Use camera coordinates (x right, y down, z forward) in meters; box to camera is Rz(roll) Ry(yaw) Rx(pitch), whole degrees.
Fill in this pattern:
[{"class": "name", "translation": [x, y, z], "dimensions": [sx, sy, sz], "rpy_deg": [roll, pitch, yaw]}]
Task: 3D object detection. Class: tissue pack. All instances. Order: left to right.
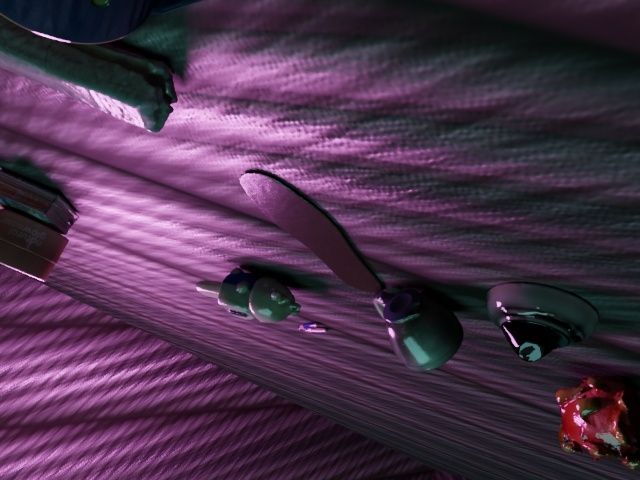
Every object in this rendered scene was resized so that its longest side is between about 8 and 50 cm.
[{"class": "tissue pack", "translation": [-0.617, -0.079, 1.073], "dimensions": [0.155, 0.065, 0.115], "rpy_deg": [21, 157, 4]}]

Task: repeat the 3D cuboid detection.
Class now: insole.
[{"class": "insole", "translation": [0.000, 0.000, 0.752], "dimensions": [0.111, 0.007, 0.328], "rpy_deg": [2, 149, 42]}]

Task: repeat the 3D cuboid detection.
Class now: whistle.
[{"class": "whistle", "translation": [-0.145, 0.109, 1.008], "dimensions": [0.245, 0.092, 0.110], "rpy_deg": [8, 154, 28]}]

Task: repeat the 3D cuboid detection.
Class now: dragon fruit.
[{"class": "dragon fruit", "translation": [0.444, 0.289, 0.798], "dimensions": [0.150, 0.133, 0.207], "rpy_deg": [17, 152, 5]}]

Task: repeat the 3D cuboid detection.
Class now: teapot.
[{"class": "teapot", "translation": [0.147, 0.120, 0.787], "dimensions": [0.111, 0.149, 0.108], "rpy_deg": [-33, 112, 12]}]

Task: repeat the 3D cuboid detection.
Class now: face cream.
[{"class": "face cream", "translation": [-0.636, 0.011, 1.074], "dimensions": [0.149, 0.104, 0.149], "rpy_deg": [21, 164, 6]}]

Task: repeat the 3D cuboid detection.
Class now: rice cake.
[{"class": "rice cake", "translation": [-0.317, -0.207, 0.534], "dimensions": [0.336, 0.063, 0.066], "rpy_deg": [22, 161, 2]}]

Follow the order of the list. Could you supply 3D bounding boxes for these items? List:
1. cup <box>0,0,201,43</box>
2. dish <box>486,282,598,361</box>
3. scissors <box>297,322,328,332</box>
[{"class": "cup", "translation": [-0.121, -0.212, 0.296], "dimensions": [0.177, 0.131, 0.155], "rpy_deg": [2, 165, -32]}, {"class": "dish", "translation": [0.283, 0.122, 0.663], "dimensions": [0.141, 0.078, 0.141], "rpy_deg": [19, 155, 9]}, {"class": "scissors", "translation": [-0.025, 0.212, 1.210], "dimensions": [0.039, 0.012, 0.113], "rpy_deg": [34, 154, -21]}]
